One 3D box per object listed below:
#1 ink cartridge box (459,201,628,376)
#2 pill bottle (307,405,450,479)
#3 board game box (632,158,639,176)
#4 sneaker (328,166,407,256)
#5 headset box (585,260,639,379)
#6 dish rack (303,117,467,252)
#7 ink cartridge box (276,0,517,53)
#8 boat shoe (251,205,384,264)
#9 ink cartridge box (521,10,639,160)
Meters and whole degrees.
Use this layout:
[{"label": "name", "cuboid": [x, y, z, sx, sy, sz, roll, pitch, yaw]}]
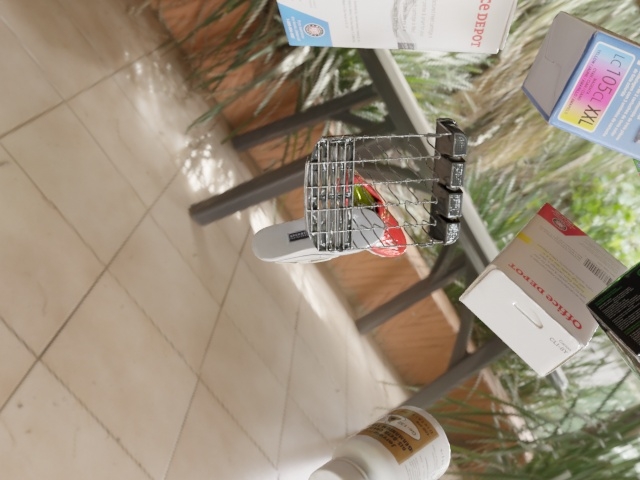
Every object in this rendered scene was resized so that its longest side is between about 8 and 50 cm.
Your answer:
[{"label": "ink cartridge box", "cuboid": [0.567, 0.111, 1.627, 0.279, 0.160, 0.384, 44, 45, 12]}, {"label": "pill bottle", "cuboid": [0.091, 0.358, 1.008, 0.229, 0.131, 0.131, -14, 74, -47]}, {"label": "board game box", "cuboid": [0.955, -0.075, 1.677, 0.317, 0.064, 0.242, 61, 5, -13]}, {"label": "sneaker", "cuboid": [0.117, -0.051, 1.507, 0.279, 0.107, 0.118, 48, -4, -27]}, {"label": "headset box", "cuboid": [0.621, 0.139, 1.062, 0.283, 0.246, 0.131, 42, 12, -35]}, {"label": "dish rack", "cuboid": [0.103, -0.081, 1.020, 0.074, 0.271, 0.209, -126, -146, -65]}, {"label": "ink cartridge box", "cuboid": [0.127, -0.459, 1.075, 0.285, 0.394, 0.167, 67, 29, -75]}, {"label": "boat shoe", "cuboid": [0.000, 0.000, 1.288, 0.088, 0.267, 0.096, 38, 39, -71]}, {"label": "ink cartridge box", "cuboid": [0.545, -0.208, 1.014, 0.395, 0.151, 0.270, 20, 26, -1]}]
